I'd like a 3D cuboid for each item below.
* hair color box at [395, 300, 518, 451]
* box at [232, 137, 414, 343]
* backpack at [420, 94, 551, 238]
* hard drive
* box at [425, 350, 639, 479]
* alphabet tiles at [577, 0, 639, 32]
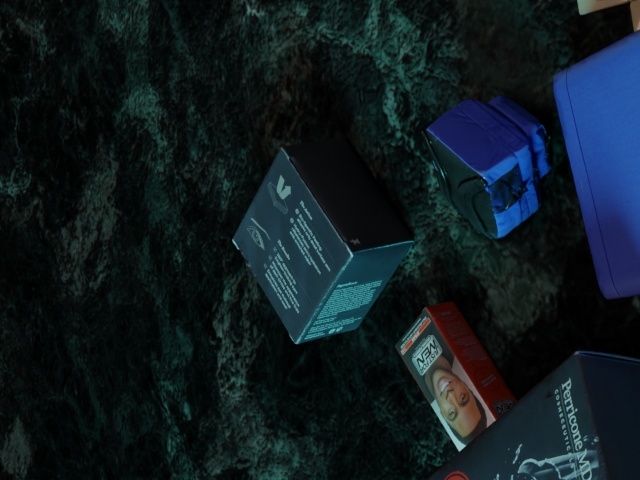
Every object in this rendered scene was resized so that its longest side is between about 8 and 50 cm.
[{"bbox_3d":[0.140,0.140,1.540,0.141,0.043,0.072,58,137,25],"label":"hair color box"},{"bbox_3d":[0.000,0.000,1.646,0.156,0.093,0.158,57,138,27],"label":"box"},{"bbox_3d":[0.165,-0.065,1.417,0.098,0.101,0.120,51,167,38],"label":"backpack"},{"bbox_3d":[0.286,-0.068,1.210,0.319,0.040,0.210,157,101,-74],"label":"hard drive"},{"bbox_3d":[0.231,0.320,1.271,0.312,0.179,0.343,-50,39,44],"label":"box"},{"bbox_3d":[0.323,-0.302,1.226,0.343,0.011,0.285,-9,92,53],"label":"alphabet tiles"}]
